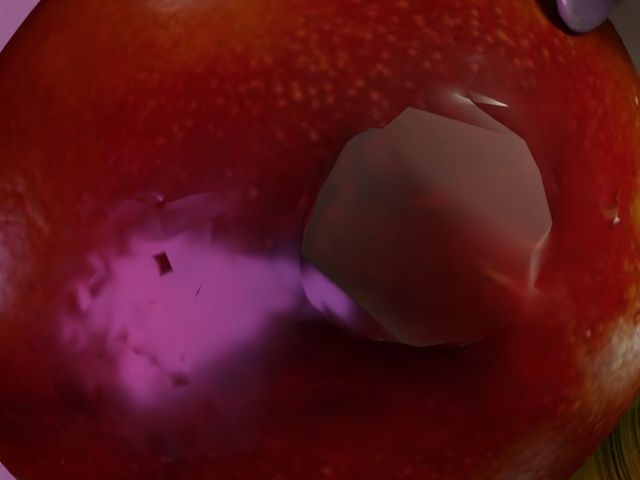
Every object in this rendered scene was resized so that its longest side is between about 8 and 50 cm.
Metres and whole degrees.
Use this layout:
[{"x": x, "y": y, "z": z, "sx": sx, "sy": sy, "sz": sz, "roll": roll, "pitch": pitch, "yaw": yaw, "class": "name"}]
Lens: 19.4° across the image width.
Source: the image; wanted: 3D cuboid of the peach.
[{"x": 0.000, "y": 0.000, "z": 0.950, "sx": 0.388, "sy": 0.388, "sz": 0.388, "roll": 16, "pitch": 114, "yaw": 41, "class": "peach"}]

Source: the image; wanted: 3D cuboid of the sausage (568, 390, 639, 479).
[{"x": 0.186, "y": 0.135, "z": 1.009, "sx": 0.347, "sy": 0.123, "sz": 0.123, "roll": -39, "pitch": 75, "yaw": 45, "class": "sausage"}]

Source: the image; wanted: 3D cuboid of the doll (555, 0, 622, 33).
[{"x": 0.240, "y": -0.253, "z": 0.768, "sx": 0.370, "sy": 0.215, "sz": 0.226, "roll": -26, "pitch": 100, "yaw": 44, "class": "doll"}]
